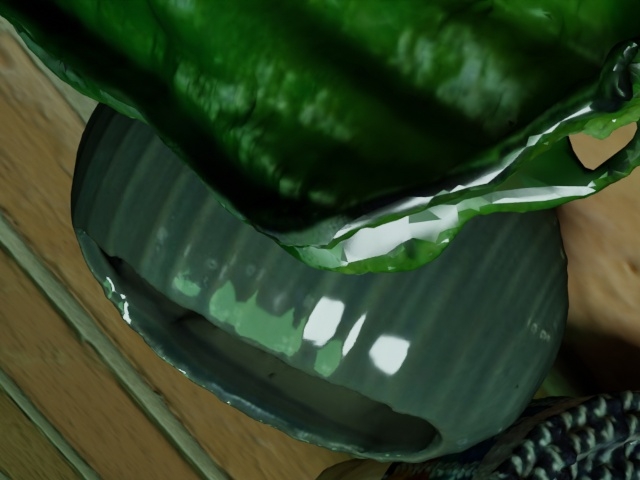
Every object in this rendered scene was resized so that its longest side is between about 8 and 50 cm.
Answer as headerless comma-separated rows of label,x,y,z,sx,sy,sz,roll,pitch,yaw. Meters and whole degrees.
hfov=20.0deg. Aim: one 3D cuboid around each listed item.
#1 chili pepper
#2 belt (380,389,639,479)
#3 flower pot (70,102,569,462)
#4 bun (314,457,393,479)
chili pepper,0.025,-0.102,0.644,0.385,0.213,0.167,22,-169,42
belt,0.156,0.203,0.924,0.295,0.206,0.160,34,154,-20
flower pot,0.000,0.000,0.844,0.243,0.157,0.189,26,162,9
bun,0.080,0.233,1.105,0.259,0.160,0.259,44,168,12
